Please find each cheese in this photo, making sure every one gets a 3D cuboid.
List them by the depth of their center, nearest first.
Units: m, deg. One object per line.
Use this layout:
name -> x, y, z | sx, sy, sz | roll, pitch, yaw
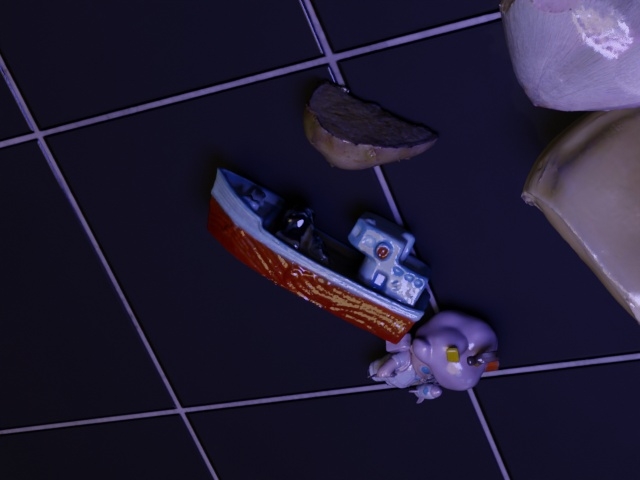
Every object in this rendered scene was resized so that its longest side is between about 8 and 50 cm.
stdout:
cheese -> 0.412, -0.070, 1.582 | 0.316, 0.128, 0.259 | -38, 85, 5

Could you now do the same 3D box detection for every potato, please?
potato -> 0.050, -0.118, 1.807 | 0.172, 0.100, 0.089 | 25, 133, 5

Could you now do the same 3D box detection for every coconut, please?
coconut -> 0.296, -0.239, 1.509 | 0.234, 0.224, 0.224 | -42, 100, -2

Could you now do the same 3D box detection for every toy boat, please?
toy boat -> 0.000, 0.000, 1.884 | 0.332, 0.145, 0.133 | 28, 106, 4

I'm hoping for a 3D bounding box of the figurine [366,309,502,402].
figurine -> 0.162, 0.156, 1.924 | 0.137, 0.112, 0.229 | 26, 146, -36
